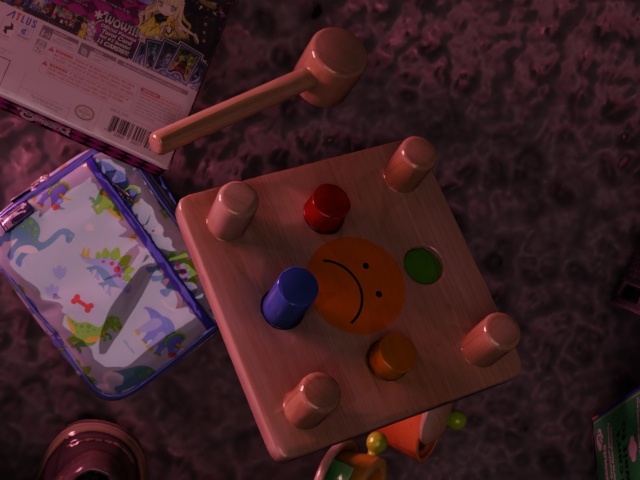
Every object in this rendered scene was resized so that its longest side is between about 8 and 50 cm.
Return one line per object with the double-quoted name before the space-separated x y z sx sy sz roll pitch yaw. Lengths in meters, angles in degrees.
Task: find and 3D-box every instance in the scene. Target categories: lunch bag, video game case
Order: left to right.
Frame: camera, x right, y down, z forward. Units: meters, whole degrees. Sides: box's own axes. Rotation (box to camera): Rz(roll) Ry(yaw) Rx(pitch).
"video game case" -0.212 -0.198 1.122 0.232 0.042 0.210 23 73 -15
"lunch bag" -0.197 0.025 1.172 0.176 0.090 0.219 -34 97 -5

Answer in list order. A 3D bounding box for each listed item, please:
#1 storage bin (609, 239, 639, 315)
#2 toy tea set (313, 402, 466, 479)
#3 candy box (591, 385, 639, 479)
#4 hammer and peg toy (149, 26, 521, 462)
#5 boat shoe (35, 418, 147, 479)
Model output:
"storage bin" 0.392 0.066 1.196 0.180 0.122 0.084 26 93 -6
"toy tea set" 0.062 0.293 1.152 0.124 0.200 0.336 16 90 24
"candy box" 0.425 0.190 1.109 0.268 0.317 0.122 5 67 -5
"hammer and peg toy" 0.000 0.000 1.118 0.266 0.127 0.361 -17 73 -24
"boat shoe" -0.255 0.352 1.174 0.132 0.130 0.355 9 94 -4
